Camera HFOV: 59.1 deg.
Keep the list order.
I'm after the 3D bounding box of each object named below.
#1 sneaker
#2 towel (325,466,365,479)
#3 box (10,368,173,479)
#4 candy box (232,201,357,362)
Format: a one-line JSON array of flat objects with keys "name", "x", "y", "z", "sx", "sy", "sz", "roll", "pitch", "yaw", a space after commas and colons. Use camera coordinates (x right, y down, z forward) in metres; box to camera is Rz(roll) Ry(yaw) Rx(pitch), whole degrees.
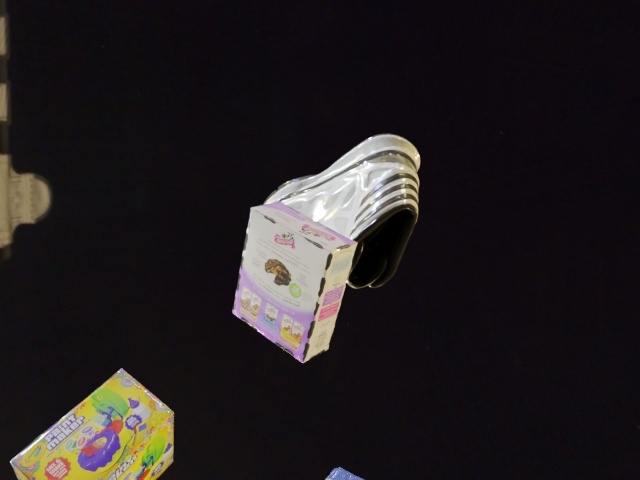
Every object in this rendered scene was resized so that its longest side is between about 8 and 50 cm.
[{"name": "sneaker", "x": 0.000, "y": -0.001, "z": 1.085, "sx": 0.169, "sy": 0.258, "sz": 0.447, "roll": 37, "pitch": -53, "yaw": -28}, {"name": "towel", "x": 0.040, "y": 0.639, "z": 1.135, "sx": 0.243, "sy": 0.336, "sz": 0.040, "roll": 14, "pitch": -46, "yaw": 36}, {"name": "box", "x": -0.505, "y": 0.508, "z": 1.300, "sx": 0.177, "sy": 0.290, "sz": 0.279, "roll": 33, "pitch": -42, "yaw": 17}, {"name": "candy box", "x": -0.046, "y": 0.061, "z": 0.883, "sx": 0.164, "sy": 0.070, "sz": 0.197, "roll": 29, "pitch": -62, "yaw": 30}]
